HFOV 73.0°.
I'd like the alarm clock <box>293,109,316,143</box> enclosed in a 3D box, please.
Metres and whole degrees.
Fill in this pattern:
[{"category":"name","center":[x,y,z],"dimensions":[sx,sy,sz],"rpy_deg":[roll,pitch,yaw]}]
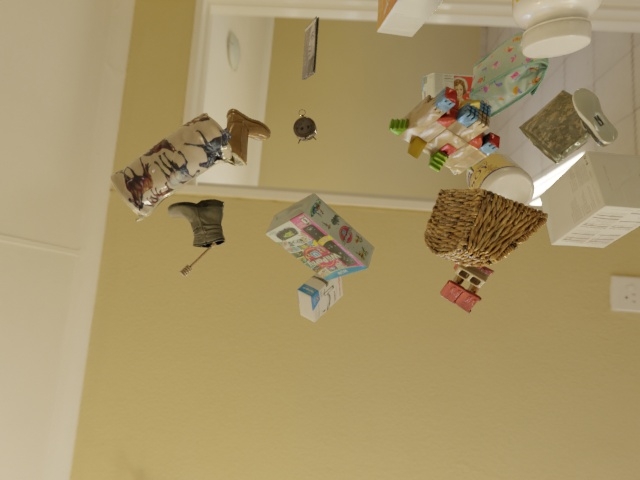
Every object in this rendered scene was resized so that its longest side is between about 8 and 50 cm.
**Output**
[{"category":"alarm clock","center":[-0.092,-0.648,2.433],"dimensions":[0.064,0.129,0.192],"rpy_deg":[44,-144,-79]}]

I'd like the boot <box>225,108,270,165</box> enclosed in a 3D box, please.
[{"category":"boot","center":[-0.333,-0.430,1.916],"dimensions":[0.089,0.236,0.270],"rpy_deg":[-39,41,41]}]

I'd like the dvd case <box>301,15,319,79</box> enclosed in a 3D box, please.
[{"category":"dvd case","center":[-0.045,-0.815,1.848],"dimensions":[0.164,0.018,0.221],"rpy_deg":[-151,64,-69]}]

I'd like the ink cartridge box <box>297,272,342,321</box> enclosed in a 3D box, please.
[{"category":"ink cartridge box","center":[0.002,0.221,1.836],"dimensions":[0.203,0.085,0.148],"rpy_deg":[-38,-45,-37]}]

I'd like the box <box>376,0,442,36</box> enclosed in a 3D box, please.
[{"category":"box","center":[0.352,-0.982,1.683],"dimensions":[0.345,0.168,0.215],"rpy_deg":[-178,91,-79]}]

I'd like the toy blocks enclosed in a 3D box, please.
[{"category":"toy blocks","center":[0.473,-0.393,1.509],"dimensions":[0.261,0.381,0.191],"rpy_deg":[-35,32,56]}]

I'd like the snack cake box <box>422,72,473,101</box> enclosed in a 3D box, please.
[{"category":"snack cake box","center":[0.582,-0.653,1.923],"dimensions":[0.089,0.264,0.152],"rpy_deg":[-169,74,-64]}]

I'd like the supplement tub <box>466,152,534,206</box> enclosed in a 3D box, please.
[{"category":"supplement tub","center":[0.841,-0.279,2.065],"dimensions":[0.331,0.240,0.241],"rpy_deg":[-85,-2,-62]}]

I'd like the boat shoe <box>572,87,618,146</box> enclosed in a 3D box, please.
[{"category":"boat shoe","center":[0.941,-0.424,1.508],"dimensions":[0.219,0.077,0.070],"rpy_deg":[65,-176,8]}]

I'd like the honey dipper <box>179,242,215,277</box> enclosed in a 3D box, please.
[{"category":"honey dipper","center":[-0.431,0.065,1.534],"dimensions":[0.161,0.030,0.030],"rpy_deg":[-47,-20,-22]}]

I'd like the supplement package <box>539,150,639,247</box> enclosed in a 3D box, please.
[{"category":"supplement package","center":[0.891,-0.123,1.398],"dimensions":[0.263,0.198,0.199],"rpy_deg":[104,167,-63]}]

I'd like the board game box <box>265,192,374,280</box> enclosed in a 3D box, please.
[{"category":"board game box","center":[0.000,0.000,1.486],"dimensions":[0.224,0.303,0.098],"rpy_deg":[-23,37,47]}]

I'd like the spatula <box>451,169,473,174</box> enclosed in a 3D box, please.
[{"category":"spatula","center":[0.610,-0.399,2.037],"dimensions":[0.019,0.242,0.168],"rpy_deg":[-47,20,-12]}]

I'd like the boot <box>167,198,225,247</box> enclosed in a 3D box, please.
[{"category":"boot","center":[-0.440,-0.053,1.513],"dimensions":[0.083,0.246,0.161],"rpy_deg":[15,-107,-63]}]

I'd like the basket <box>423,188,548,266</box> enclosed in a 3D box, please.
[{"category":"basket","center":[0.466,-0.021,1.271],"dimensions":[0.299,0.223,0.214],"rpy_deg":[-143,71,-80]}]

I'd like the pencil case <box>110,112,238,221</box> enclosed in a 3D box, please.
[{"category":"pencil case","center":[-0.478,-0.242,1.422],"dimensions":[0.410,0.183,0.160],"rpy_deg":[-40,-5,-14]}]

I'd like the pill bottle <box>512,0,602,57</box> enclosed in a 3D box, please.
[{"category":"pill bottle","center":[0.542,-0.612,0.992],"dimensions":[0.188,0.187,0.334],"rpy_deg":[-53,-38,-84]}]

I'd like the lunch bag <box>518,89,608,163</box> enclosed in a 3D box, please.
[{"category":"lunch bag","center":[1.023,-0.460,1.809],"dimensions":[0.235,0.169,0.287],"rpy_deg":[-43,27,24]}]

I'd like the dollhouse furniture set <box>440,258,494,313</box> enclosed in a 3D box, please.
[{"category":"dollhouse furniture set","center":[0.662,0.110,1.803],"dimensions":[0.201,0.152,0.374],"rpy_deg":[-48,-17,-36]}]

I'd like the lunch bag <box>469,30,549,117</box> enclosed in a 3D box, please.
[{"category":"lunch bag","center":[0.685,-0.604,1.543],"dimensions":[0.262,0.160,0.223],"rpy_deg":[-28,33,46]}]
